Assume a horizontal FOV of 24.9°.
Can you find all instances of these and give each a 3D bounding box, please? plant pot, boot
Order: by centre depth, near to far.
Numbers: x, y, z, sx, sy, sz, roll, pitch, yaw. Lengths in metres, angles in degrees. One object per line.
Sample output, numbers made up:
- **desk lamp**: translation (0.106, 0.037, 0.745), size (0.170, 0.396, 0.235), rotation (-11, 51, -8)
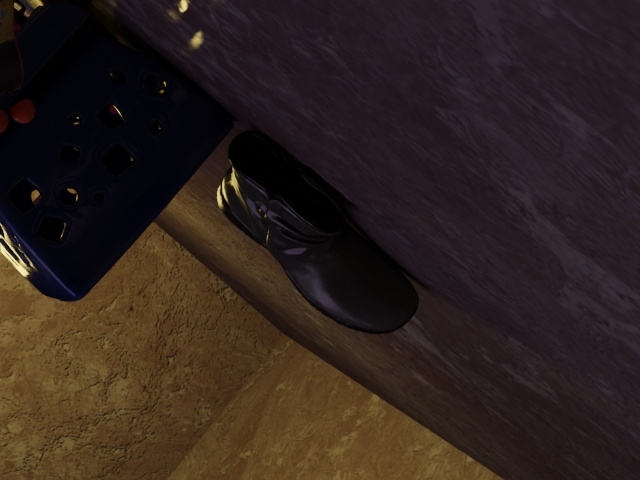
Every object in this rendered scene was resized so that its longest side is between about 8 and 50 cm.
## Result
- **boot**: translation (0.000, 0.000, 1.394), size (0.246, 0.083, 0.161), rotation (38, 168, -2)
- **plant pot**: translation (-0.258, -0.093, 1.429), size (0.212, 0.236, 0.236), rotation (42, 166, -14)

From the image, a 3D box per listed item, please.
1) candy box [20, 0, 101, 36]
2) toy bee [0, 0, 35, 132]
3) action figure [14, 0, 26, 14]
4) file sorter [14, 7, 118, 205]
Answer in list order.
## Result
- **candy box**: translation (-0.270, -0.227, 1.543), size (0.105, 0.027, 0.206), rotation (38, 173, 32)
- **toy bee**: translation (-0.281, -0.180, 1.198), size (0.162, 0.195, 0.298), rotation (51, 168, 17)
- **action figure**: translation (-0.341, -0.273, 1.626), size (0.038, 0.030, 0.115), rotation (39, 176, -26)
- **file sorter**: translation (-0.407, -0.192, 1.663), size (0.290, 0.182, 0.202), rotation (39, -177, -30)
